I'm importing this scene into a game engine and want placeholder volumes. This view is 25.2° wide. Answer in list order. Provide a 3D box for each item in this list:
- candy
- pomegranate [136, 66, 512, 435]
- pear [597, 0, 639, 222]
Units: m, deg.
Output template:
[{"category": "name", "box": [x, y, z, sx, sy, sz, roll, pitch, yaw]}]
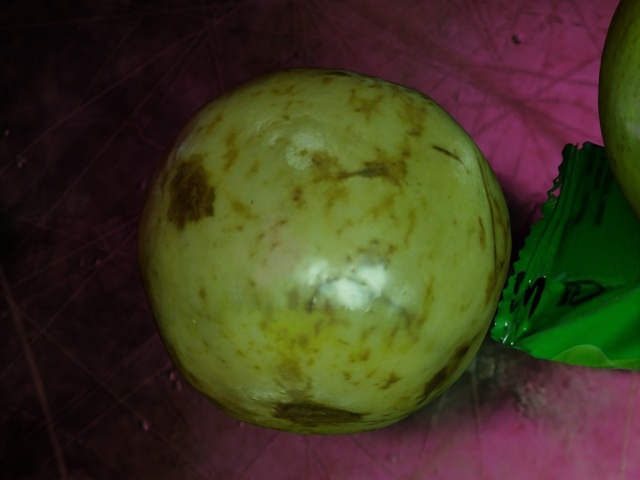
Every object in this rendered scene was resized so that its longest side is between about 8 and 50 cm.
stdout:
[{"category": "candy", "box": [0.209, 0.027, 0.800, 0.203, 0.078, 0.141, 16, 87, 16]}, {"category": "pomegranate", "box": [0.000, 0.000, 0.803, 0.215, 0.215, 0.215, -3, 80, 19]}, {"category": "pear", "box": [0.276, -0.067, 0.658, 0.294, 0.294, 0.294, -3, 80, 19]}]
